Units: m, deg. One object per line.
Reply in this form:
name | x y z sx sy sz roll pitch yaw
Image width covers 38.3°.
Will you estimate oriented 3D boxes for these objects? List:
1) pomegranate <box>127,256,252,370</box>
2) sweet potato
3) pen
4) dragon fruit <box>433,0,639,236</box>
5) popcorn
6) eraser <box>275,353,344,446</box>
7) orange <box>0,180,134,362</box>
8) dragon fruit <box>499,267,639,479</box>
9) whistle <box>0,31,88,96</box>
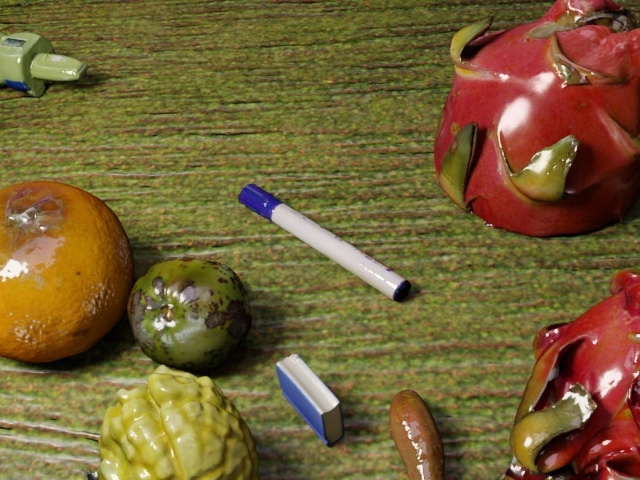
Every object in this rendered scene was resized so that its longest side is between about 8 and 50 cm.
pomegranate | -0.142 0.065 1.034 0.138 0.125 0.163 -6 44 17
sweet potato | 0.113 0.235 0.904 0.050 0.050 0.214 -16 51 -9
pen | 0.000 -0.001 1.146 0.269 0.033 0.033 33 57 31
dragon fruit | 0.289 -0.175 1.155 0.305 0.225 0.305 -1 48 2
popcorn | -0.144 0.208 0.884 0.173 0.173 0.142 23 45 25
eraser | -0.010 0.166 0.967 0.027 0.063 0.085 -31 50 -20
orange | -0.324 0.030 1.054 0.224 0.170 0.224 -2 45 2
dragon fruit | 0.302 0.153 0.840 0.243 0.227 0.307 10 51 21
whistle | -0.459 -0.272 1.412 0.227 0.085 0.105 11 49 17
